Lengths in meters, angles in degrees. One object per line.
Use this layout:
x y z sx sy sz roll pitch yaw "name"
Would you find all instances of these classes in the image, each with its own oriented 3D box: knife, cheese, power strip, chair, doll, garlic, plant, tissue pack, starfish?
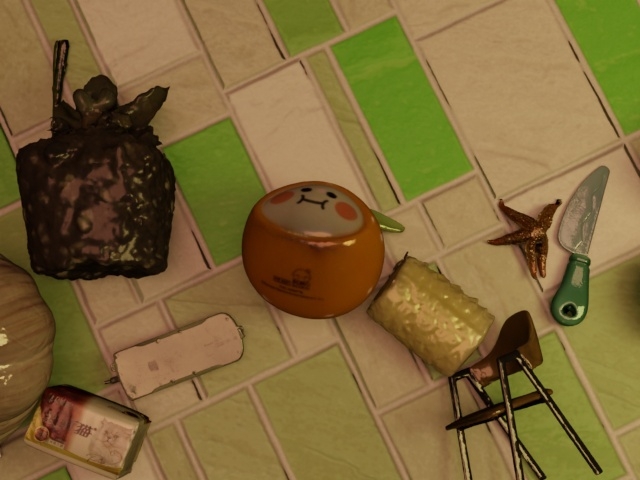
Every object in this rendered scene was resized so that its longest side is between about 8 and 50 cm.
0.396 0.004 1.493 0.063 0.034 0.261 11 77 9 "knife"
0.163 0.111 1.450 0.167 0.094 0.123 37 75 1 "cheese"
-0.222 0.178 1.479 0.226 0.029 0.080 -20 85 -2 "power strip"
0.269 0.244 1.393 0.172 0.159 0.247 -19 80 -23 "chair"
0.000 0.000 1.434 0.213 0.236 0.214 12 124 18 "doll"
-0.503 0.142 1.369 0.317 0.259 0.318 6 101 29 "garlic"
-0.323 -0.099 1.422 0.215 0.213 0.313 1 85 3 "plant"
-0.340 0.280 1.429 0.148 0.106 0.099 21 83 3 "tissue pack"
0.328 -0.022 1.487 0.133 0.041 0.130 44 84 5 "starfish"

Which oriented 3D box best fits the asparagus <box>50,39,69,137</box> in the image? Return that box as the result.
-0.418 -0.205 1.532 0.023 0.022 0.233 11 78 -42 "asparagus"
